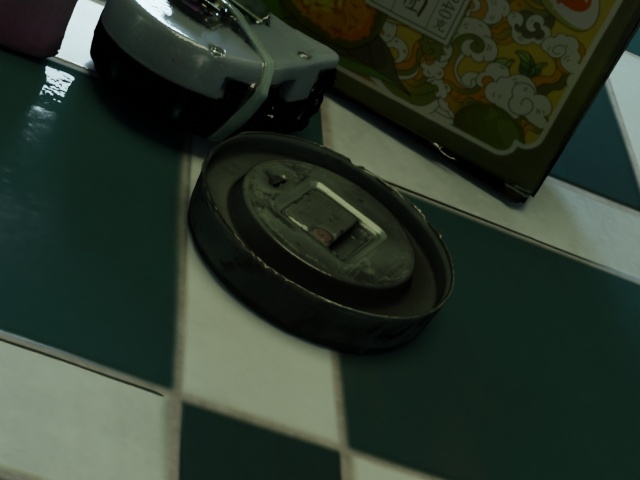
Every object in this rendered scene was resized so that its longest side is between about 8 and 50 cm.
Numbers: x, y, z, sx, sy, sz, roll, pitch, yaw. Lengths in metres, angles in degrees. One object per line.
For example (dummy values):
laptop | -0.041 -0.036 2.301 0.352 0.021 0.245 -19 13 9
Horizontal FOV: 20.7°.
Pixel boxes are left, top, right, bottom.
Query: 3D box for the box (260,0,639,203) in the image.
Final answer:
box | 0.136 -0.300 1.591 0.373 0.420 0.138 30 30 4

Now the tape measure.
tape measure | -0.101 -0.162 1.494 0.182 0.107 0.181 35 24 15

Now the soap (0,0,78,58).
soap | -0.293 -0.277 1.522 0.181 0.081 0.259 20 31 -18

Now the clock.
clock | 0.000 0.000 1.405 0.226 0.049 0.226 21 31 -14
